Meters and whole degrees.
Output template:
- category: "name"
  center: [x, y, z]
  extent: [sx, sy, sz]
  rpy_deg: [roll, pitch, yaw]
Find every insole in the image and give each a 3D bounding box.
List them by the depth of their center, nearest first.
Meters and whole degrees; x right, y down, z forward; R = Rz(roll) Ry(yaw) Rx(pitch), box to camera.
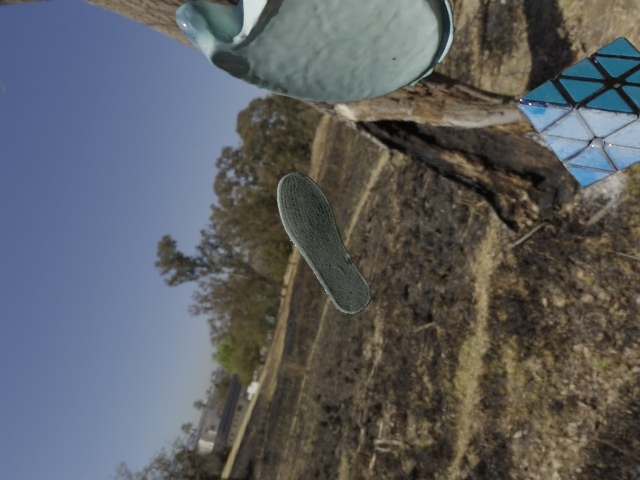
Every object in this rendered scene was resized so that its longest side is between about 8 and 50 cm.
- category: "insole"
  center: [0.000, 0.000, 0.761]
  extent: [0.232, 0.080, 0.003]
  rpy_deg: [63, 163, 18]

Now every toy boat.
- category: "toy boat"
  center: [0.007, -0.168, 0.379]
  extent: [0.134, 0.207, 0.079]
  rpy_deg: [-47, 55, 44]

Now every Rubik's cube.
- category: "Rubik's cube"
  center: [0.337, -0.148, 0.722]
  extent: [0.211, 0.178, 0.191]
  rpy_deg: [-96, 13, -48]
